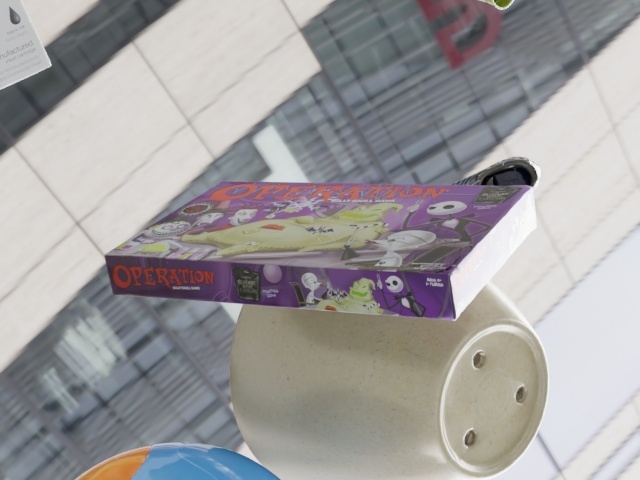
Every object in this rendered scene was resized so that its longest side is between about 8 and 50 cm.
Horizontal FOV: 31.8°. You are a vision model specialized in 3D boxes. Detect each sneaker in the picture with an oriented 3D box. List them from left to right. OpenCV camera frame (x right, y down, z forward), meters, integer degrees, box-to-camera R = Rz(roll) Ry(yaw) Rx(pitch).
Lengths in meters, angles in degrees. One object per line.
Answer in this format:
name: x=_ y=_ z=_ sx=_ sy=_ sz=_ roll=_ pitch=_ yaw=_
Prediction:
sneaker: x=0.208 y=-0.050 z=1.604 sx=0.232 sy=0.081 sz=0.090 roll=-33 pitch=-178 yaw=5

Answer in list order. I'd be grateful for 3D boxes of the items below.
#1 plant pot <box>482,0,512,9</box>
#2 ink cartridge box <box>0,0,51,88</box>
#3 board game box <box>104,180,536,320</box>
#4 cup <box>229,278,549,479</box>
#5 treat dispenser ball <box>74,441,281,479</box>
plant pot: x=0.256 y=-0.409 z=1.766 sx=0.079 sy=0.083 sz=0.083 roll=16 pitch=-123 yaw=39
ink cartridge box: x=-0.303 y=-0.190 z=0.909 sx=0.109 sy=0.150 sz=0.063 roll=-29 pitch=-156 yaw=-16
board game box: x=0.000 y=0.000 z=1.034 sx=0.346 sy=0.056 sz=0.208 roll=2 pitch=-161 yaw=29
cup: x=0.103 y=0.145 z=1.215 sx=0.237 sy=0.331 sz=0.331 roll=13 pitch=-125 yaw=50
treat dispenser ball: x=-0.130 y=0.325 z=1.007 sx=0.288 sy=0.288 sz=0.288 roll=-22 pitch=-145 yaw=17
